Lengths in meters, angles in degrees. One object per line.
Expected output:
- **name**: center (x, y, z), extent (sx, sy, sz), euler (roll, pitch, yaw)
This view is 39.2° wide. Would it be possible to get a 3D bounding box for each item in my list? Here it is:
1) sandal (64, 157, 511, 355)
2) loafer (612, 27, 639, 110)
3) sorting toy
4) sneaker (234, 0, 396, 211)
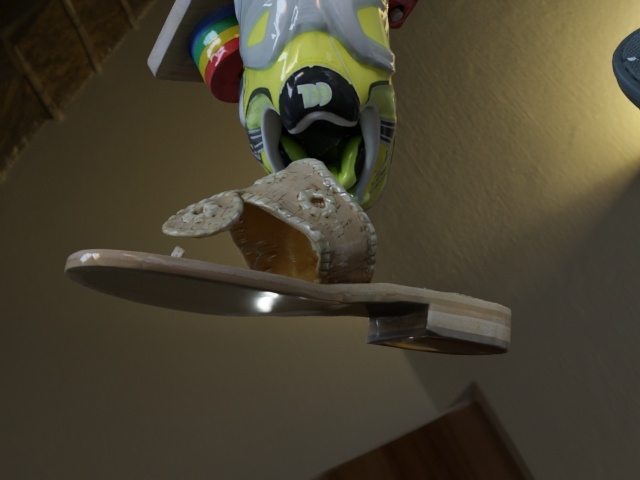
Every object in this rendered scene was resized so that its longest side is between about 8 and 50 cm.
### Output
- **sandal**: center (-0.004, 0.001, 0.441), extent (0.240, 0.079, 0.088), euler (14, -17, -31)
- **loafer**: center (0.266, -0.046, 0.557), extent (0.096, 0.267, 0.084), euler (-25, -51, 14)
- **sorting toy**: center (-0.017, -0.247, 0.978), extent (0.257, 0.089, 0.255), euler (-5, -36, -41)
- **sneaker**: center (-0.007, -0.085, 0.736), extent (0.145, 0.147, 0.384), euler (-2, -20, 6)
